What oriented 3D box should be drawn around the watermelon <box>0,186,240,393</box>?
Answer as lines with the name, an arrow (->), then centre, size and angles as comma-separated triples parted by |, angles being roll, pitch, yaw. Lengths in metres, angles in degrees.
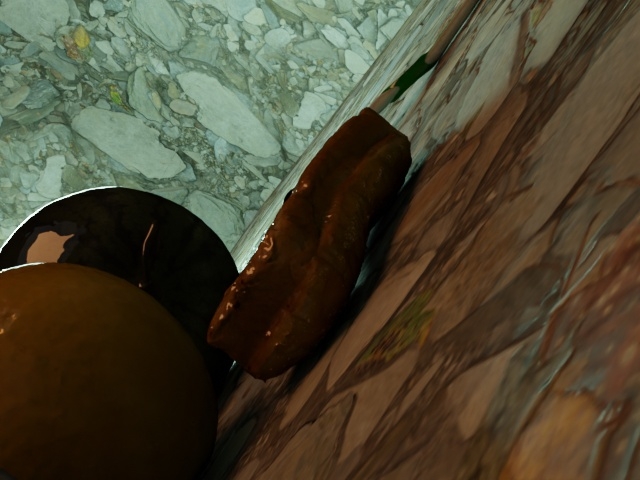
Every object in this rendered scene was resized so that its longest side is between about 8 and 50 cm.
watermelon -> -0.222, 0.082, 1.153 | 0.279, 0.279, 0.359 | -57, 9, -26

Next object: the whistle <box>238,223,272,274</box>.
whistle -> -0.180, 0.062, 1.567 | 0.290, 0.163, 0.163 | -56, 6, -19

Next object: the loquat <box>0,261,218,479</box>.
loquat -> -0.224, 0.146, 0.833 | 0.275, 0.275, 0.275 | -54, 5, 7

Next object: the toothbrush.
toothbrush -> 0.115, -0.211, 1.324 | 0.418, 0.040, 0.042 | -56, 4, -13

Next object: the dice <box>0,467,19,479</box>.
dice -> -0.202, 0.226, 0.593 | 0.183, 0.182, 0.181 | -58, 8, -23

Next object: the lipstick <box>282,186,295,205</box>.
lipstick -> -0.029, -0.048, 1.502 | 0.053, 0.053, 0.234 | -54, 4, 0

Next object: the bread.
bread -> -0.002, -0.001, 0.833 | 0.139, 0.077, 0.271 | -56, 3, 30
